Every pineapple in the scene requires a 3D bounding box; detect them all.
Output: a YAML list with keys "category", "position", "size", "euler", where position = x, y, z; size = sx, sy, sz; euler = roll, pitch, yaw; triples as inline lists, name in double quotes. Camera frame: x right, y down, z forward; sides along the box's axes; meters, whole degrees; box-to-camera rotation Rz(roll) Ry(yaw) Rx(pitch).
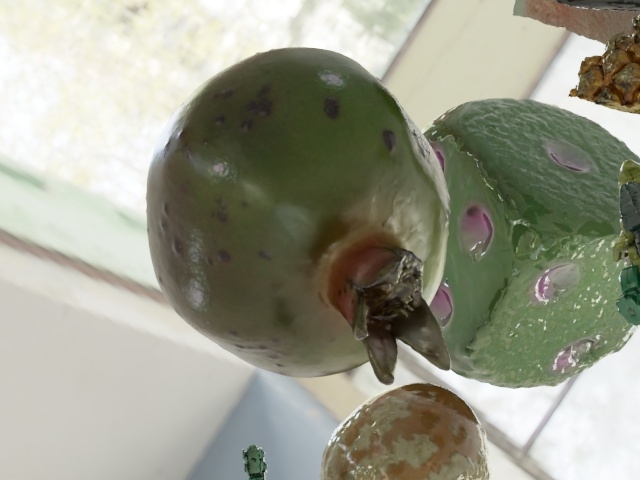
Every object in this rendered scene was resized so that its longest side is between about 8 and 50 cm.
- category: "pineapple"
  position: [0.263, -0.141, 1.160]
  size: [0.114, 0.114, 0.077]
  euler: [10, 164, 34]

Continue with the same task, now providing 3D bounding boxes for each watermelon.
- category: "watermelon"
  position: [0.356, -0.315, 1.753]
  size: [0.260, 0.176, 0.256]
  euler: [34, 176, 41]

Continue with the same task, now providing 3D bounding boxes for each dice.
- category: "dice"
  position: [0.288, 0.005, 2.139]
  size: [0.318, 0.330, 0.322]
  euler: [0, -141, -32]

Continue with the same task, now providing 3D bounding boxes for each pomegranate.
- category: "pomegranate"
  position: [0.006, -0.022, 1.266]
  size: [0.291, 0.291, 0.323]
  euler: [27, 166, -37]

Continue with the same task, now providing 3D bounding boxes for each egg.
- category: "egg"
  position: [0.105, 0.278, 1.801]
  size: [0.203, 0.203, 0.245]
  euler: [33, -128, 1]

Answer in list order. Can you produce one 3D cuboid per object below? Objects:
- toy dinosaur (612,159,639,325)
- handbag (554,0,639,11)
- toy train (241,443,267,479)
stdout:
- category: "toy dinosaur"
  position: [0.344, 0.049, 1.398]
  size: [0.259, 0.094, 0.153]
  euler: [52, -146, -30]
- category: "handbag"
  position: [0.283, -0.334, 1.465]
  size: [0.181, 0.181, 0.254]
  euler: [4, -161, 2]
- category: "toy train"
  position: [-0.072, 0.280, 1.708]
  size: [0.045, 0.029, 0.092]
  euler: [75, -175, -51]
